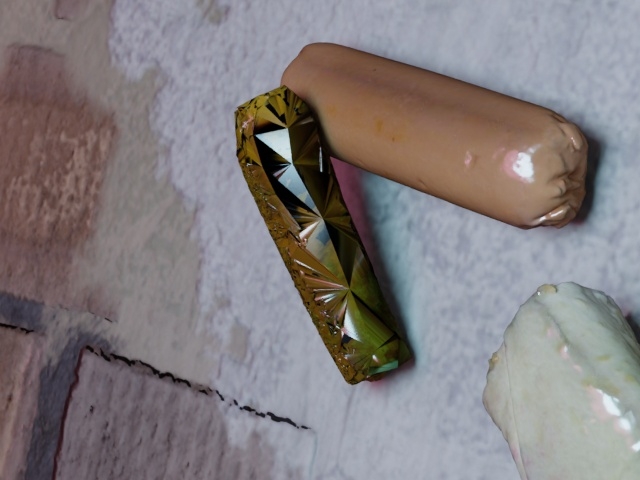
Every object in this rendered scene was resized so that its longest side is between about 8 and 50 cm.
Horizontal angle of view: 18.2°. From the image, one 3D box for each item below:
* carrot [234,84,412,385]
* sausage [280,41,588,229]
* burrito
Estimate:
[{"bbox_3d":[0.000,0.000,1.455,0.069,0.069,0.229,-21,95,41],"label":"carrot"},{"bbox_3d":[0.076,-0.079,1.434,0.289,0.086,0.086,24,100,45],"label":"sausage"},{"bbox_3d":[0.207,0.175,1.255,0.143,0.105,0.299,-53,51,38],"label":"burrito"}]
